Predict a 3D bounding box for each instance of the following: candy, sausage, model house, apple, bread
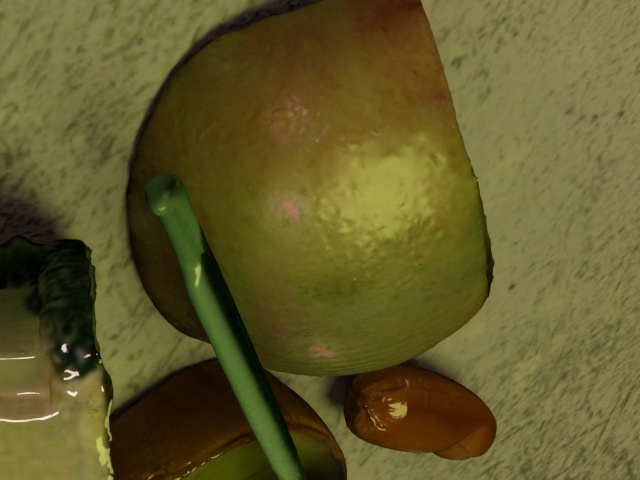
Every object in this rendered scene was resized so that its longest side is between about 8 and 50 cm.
[{"bbox_3d":[-0.022,0.116,1.036,0.119,0.119,0.440,-35,137,-14],"label":"candy"},{"bbox_3d":[0.069,0.115,1.267,0.062,0.054,0.183,-22,157,27],"label":"sausage"},{"bbox_3d":[-0.191,0.105,0.918,0.189,0.195,0.214,-8,121,-9],"label":"model house"},{"bbox_3d":[0.000,0.000,1.024,0.193,0.120,0.265,-23,139,-11],"label":"apple"},{"bbox_3d":[-0.086,0.183,1.163,0.236,0.070,0.236,-29,143,-25],"label":"bread"}]
